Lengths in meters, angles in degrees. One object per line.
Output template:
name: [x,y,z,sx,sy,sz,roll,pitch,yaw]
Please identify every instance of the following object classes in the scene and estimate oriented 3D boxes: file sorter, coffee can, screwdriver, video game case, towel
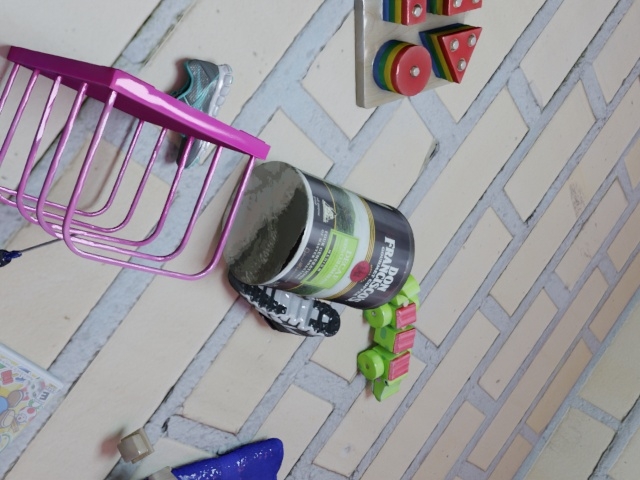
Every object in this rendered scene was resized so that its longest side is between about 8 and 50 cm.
file sorter: [-0.248,-0.089,0.769,0.202,0.291,0.182,20,92,-46]
coffee can: [0.000,0.000,1.116,0.275,0.201,0.201,17,100,-45]
screwdriver: [-0.374,0.015,0.841,0.024,0.170,0.025,-59,136,-68]
video game case: [-0.509,0.227,0.906,0.206,0.026,0.227,-48,135,-11]
towel: [-0.219,0.522,1.298,0.308,0.076,0.227,-6,108,-40]

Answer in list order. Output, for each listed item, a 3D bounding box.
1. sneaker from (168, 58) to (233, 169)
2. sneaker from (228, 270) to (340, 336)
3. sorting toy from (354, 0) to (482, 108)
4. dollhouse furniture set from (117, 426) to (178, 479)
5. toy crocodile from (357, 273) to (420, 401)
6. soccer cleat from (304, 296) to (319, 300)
sneaker: [-0.190,-0.188,0.958,0.076,0.065,0.166,16,98,-29]
sneaker: [-0.082,0.119,1.193,0.234,0.106,0.078,32,56,-25]
sorting toy: [0.187,-0.378,1.163,0.257,0.089,0.255,-24,126,-32]
dollhouse furniture set: [-0.321,0.542,1.157,0.303,0.355,0.174,-31,169,14]
toy crocodile: [0.161,0.215,1.444,0.115,0.105,0.340,-16,122,-35]
soccer cleat: [-0.015,0.104,1.283,0.036,0.029,0.083,-13,124,-42]
